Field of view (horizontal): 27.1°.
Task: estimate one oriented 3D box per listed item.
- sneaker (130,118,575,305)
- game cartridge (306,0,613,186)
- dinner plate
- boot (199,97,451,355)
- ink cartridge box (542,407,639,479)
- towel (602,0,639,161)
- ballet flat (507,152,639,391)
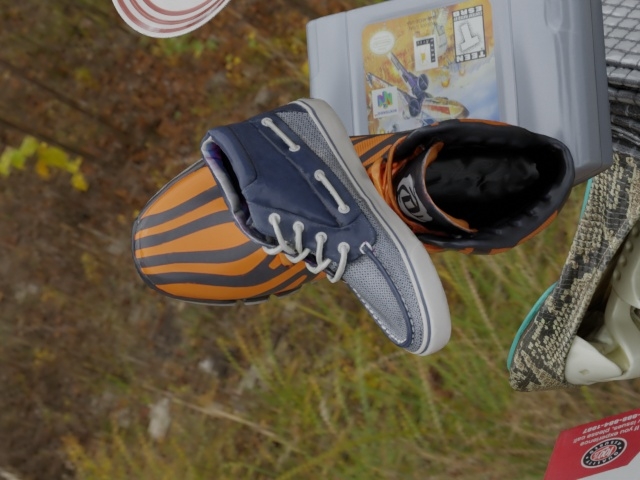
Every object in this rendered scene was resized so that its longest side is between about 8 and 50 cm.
[{"bbox_3d":[0.024,-0.032,0.925,0.180,0.321,0.124,179,76,-83],"label":"sneaker"},{"bbox_3d":[0.110,-0.118,1.155,0.297,0.062,0.198,-6,83,41],"label":"game cartridge"},{"bbox_3d":[-0.082,-0.193,0.831,0.141,0.017,0.141,-8,76,36],"label":"dinner plate"},{"bbox_3d":[0.000,0.000,0.828,0.190,0.086,0.069,58,149,21],"label":"boot"},{"bbox_3d":[0.206,0.204,0.714,0.197,0.114,0.273,-24,19,35],"label":"ink cartridge box"},{"bbox_3d":[0.340,-0.169,1.235,0.284,0.121,0.235,16,48,37],"label":"towel"},{"bbox_3d":[0.366,0.054,1.618,0.182,0.164,0.482,46,135,35],"label":"ballet flat"}]
